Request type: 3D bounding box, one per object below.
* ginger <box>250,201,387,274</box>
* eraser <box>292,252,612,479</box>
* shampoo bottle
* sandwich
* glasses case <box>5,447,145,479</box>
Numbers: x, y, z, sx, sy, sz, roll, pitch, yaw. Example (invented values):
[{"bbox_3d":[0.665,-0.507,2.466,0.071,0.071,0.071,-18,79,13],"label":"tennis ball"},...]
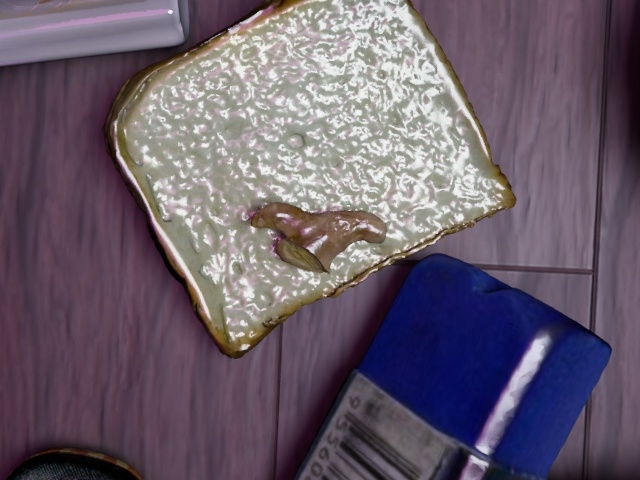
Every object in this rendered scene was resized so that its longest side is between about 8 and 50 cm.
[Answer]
[{"bbox_3d":[-0.001,0.001,0.638,0.097,0.030,0.048,5,102,-9],"label":"ginger"},{"bbox_3d":[0.060,0.181,0.656,0.101,0.155,0.332,28,91,-40],"label":"eraser"},{"bbox_3d":[-0.215,-0.164,0.687,0.227,0.086,0.056,-6,127,0],"label":"shampoo bottle"},{"bbox_3d":[-0.016,-0.063,0.684,0.251,0.087,0.226,-30,103,0],"label":"sandwich"},{"bbox_3d":[-0.209,0.317,0.693,0.122,0.082,0.321,13,92,1],"label":"glasses case"}]
